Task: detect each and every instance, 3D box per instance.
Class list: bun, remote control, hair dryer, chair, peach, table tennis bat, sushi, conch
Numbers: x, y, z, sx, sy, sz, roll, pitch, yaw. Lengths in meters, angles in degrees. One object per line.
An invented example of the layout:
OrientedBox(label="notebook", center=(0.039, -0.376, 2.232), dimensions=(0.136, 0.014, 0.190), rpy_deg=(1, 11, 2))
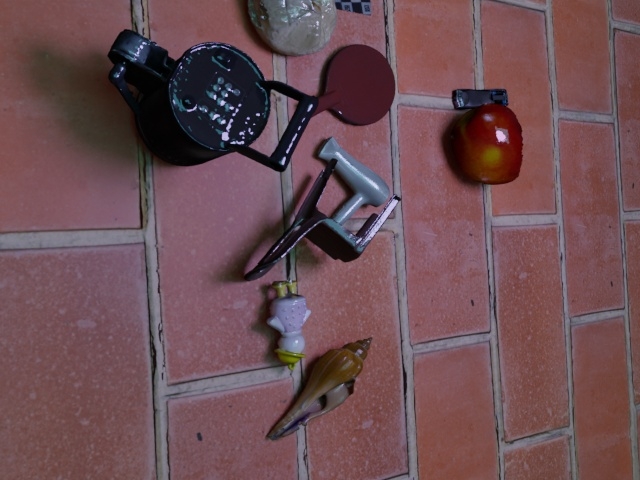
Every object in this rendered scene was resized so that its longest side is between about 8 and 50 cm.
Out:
OrientedBox(label="bun", center=(-0.050, -0.527, 1.518), dimensions=(0.221, 0.134, 0.220), rpy_deg=(2, 86, -34))
OrientedBox(label="remote control", center=(0.462, -0.407, 1.917), dimensions=(0.212, 0.028, 0.059), rpy_deg=(-10, 95, -34))
OrientedBox(label="hair dryer", center=(0.035, -0.099, 1.614), dimensions=(0.206, 0.075, 0.237), rpy_deg=(38, 76, -19))
OrientedBox(label="chair", center=(0.000, 0.000, 1.478), dimensions=(0.183, 0.175, 0.326), rpy_deg=(36, 73, -5))
OrientedBox(label="peach", center=(0.469, -0.257, 1.820), dimensions=(0.226, 0.190, 0.196), rpy_deg=(44, 56, -17))
OrientedBox(label="table tennis bat", center=(0.073, -0.371, 1.652), dimensions=(0.310, 0.038, 0.200), rpy_deg=(-31, 105, -31))
OrientedBox(label="sushi", center=(0.053, -0.642, 1.653), dimensions=(0.201, 0.031, 0.139), rpy_deg=(-4, 90, -34))
OrientedBox(label="conch", center=(0.001, 0.338, 1.556), dimensions=(0.330, 0.093, 0.109), rpy_deg=(-40, 129, -7))

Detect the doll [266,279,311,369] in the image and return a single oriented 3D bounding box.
OrientedBox(label="doll", center=(-0.070, 0.191, 1.510), dimensions=(0.129, 0.081, 0.207), rpy_deg=(-7, 95, -46))

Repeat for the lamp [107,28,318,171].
OrientedBox(label="lamp", center=(-0.228, -0.252, 1.310), dimensions=(0.374, 0.272, 0.204), rpy_deg=(27, 73, -9))
